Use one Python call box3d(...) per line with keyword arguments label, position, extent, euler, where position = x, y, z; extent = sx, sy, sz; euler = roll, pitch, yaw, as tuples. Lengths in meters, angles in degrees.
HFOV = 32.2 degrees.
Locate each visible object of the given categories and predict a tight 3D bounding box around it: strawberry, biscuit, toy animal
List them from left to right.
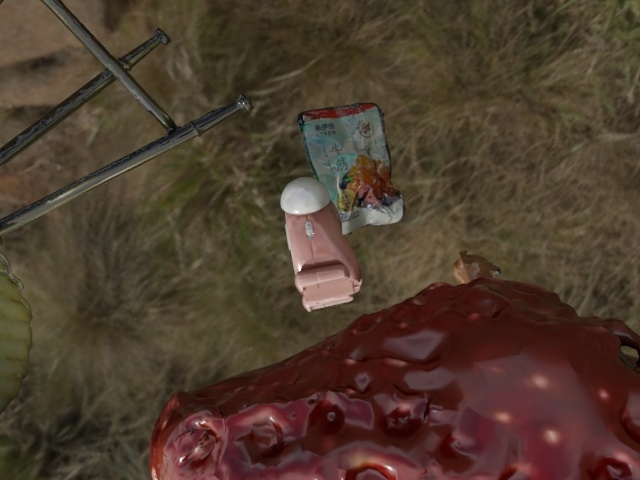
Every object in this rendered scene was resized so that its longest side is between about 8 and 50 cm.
box3d(label="biscuit", position=(-0.422, 0.093, 1.295), extent=(0.036, 0.187, 0.274), euler=(-21, 84, 41))
box3d(label="strawberry", position=(0.060, 0.168, 0.729), extent=(0.317, 0.345, 0.295), euler=(-145, 58, -60))
box3d(label="toy animal", position=(0.279, 0.120, 1.848), extent=(0.066, 0.229, 0.224), euler=(-29, 83, 21))

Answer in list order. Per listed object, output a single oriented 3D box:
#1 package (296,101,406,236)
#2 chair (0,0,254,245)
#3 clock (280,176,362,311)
box3d(label="package", position=(0.057, -0.125, 1.917), extent=(0.040, 0.166, 0.232), euler=(152, 108, -67))
box3d(label="chair", position=(-0.400, -0.207, 1.454), extent=(0.362, 0.410, 0.364), euler=(48, 177, -36))
box3d(label="clock", position=(0.000, 0.000, 1.535), extent=(0.092, 0.166, 0.162), euler=(-14, 73, 1))
